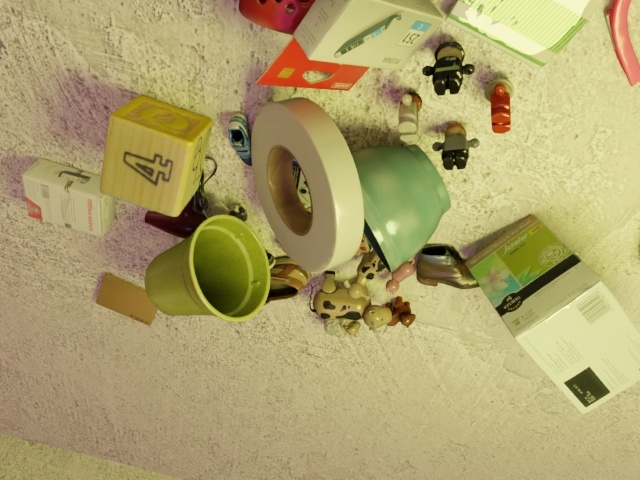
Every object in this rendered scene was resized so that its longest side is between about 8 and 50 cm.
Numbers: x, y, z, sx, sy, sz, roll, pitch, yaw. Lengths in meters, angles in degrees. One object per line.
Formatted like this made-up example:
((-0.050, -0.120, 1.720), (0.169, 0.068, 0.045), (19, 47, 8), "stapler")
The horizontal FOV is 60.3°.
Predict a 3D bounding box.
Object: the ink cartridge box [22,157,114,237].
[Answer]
((-0.694, -0.118, 1.536), (0.218, 0.092, 0.158), (18, 132, -1), "ink cartridge box")

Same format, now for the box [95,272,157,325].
((-0.645, 0.201, 1.855), (0.201, 0.021, 0.164), (26, 131, -10), "box")

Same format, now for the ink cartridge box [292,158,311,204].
((-0.026, -0.184, 1.360), (0.097, 0.046, 0.207), (12, 132, 1), "ink cartridge box")

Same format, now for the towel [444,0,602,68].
((0.412, -0.494, 0.998), (0.248, 0.038, 0.324), (24, 130, -10), "towel")

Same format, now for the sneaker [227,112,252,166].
((-0.192, -0.235, 1.343), (0.053, 0.059, 0.144), (-6, 131, 15), "sneaker")

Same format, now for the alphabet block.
((-0.384, -0.202, 1.303), (0.194, 0.192, 0.197), (17, 118, -6), "alphabet block")

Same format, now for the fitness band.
((0.656, -0.399, 1.015), (0.209, 0.054, 0.291), (-22, 124, 28), "fitness band")

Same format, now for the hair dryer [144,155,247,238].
((-0.357, -0.100, 1.507), (0.294, 0.080, 0.223), (-25, 110, 20), "hair dryer")

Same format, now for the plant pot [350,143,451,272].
((0.172, -0.099, 1.262), (0.196, 0.293, 0.293), (-29, 123, 1), "plant pot")

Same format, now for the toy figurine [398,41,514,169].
((0.277, -0.278, 1.153), (0.213, 0.148, 0.209), (27, 137, -14), "toy figurine")

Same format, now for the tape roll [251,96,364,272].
((-0.041, -0.118, 1.228), (0.072, 0.392, 0.392), (-19, 138, -26), "tape roll")

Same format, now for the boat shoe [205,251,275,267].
((-0.246, 0.050, 1.591), (0.233, 0.084, 0.079), (3, 132, 14), "boat shoe")

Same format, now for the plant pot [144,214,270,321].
((-0.320, 0.095, 1.464), (0.254, 0.276, 0.276), (-15, 126, 35), "plant pot")

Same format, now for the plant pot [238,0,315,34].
((-0.045, -0.488, 1.007), (0.191, 0.191, 0.174), (15, 123, -1), "plant pot")

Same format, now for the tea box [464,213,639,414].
((0.567, 0.169, 1.325), (0.220, 0.323, 0.329), (-39, 116, 12), "tea box")

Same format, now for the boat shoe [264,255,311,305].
((-0.187, 0.132, 1.626), (0.324, 0.119, 0.122), (-15, 126, 24), "boat shoe")

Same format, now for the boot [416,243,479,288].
((0.364, 0.068, 1.473), (0.219, 0.082, 0.106), (-2, 131, 13), "boot")

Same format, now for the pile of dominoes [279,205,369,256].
((0.000, 0.000, 1.473), (0.251, 0.040, 0.196), (-20, 123, 44), "pile of dominoes")

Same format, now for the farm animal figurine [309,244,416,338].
((0.118, 0.164, 1.550), (0.327, 0.172, 0.330), (-10, 128, 20), "farm animal figurine")

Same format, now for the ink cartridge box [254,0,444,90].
((0.060, -0.358, 1.042), (0.261, 0.296, 0.066), (-43, 71, 38), "ink cartridge box")
